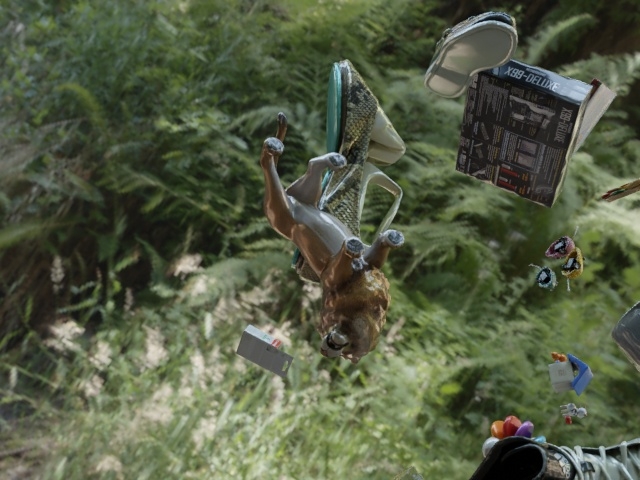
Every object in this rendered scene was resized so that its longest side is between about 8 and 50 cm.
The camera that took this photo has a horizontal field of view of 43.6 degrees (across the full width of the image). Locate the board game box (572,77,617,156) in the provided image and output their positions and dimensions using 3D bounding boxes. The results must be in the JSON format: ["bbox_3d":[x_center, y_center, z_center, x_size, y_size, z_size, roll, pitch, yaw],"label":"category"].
[{"bbox_3d":[0.633,-0.266,2.014,0.027,0.281,0.145,42,20,30],"label":"board game box"}]

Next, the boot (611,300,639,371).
[{"bbox_3d":[0.441,0.119,0.874,0.076,0.189,0.208,47,17,-26],"label":"boot"}]

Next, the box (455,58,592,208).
[{"bbox_3d":[0.429,-0.237,1.735,0.242,0.076,0.307,25,-35,22],"label":"box"}]

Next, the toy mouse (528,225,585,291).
[{"bbox_3d":[0.477,0.049,1.611,0.031,0.161,0.143,31,-23,-19],"label":"toy mouse"}]

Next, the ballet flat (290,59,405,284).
[{"bbox_3d":[0.070,-0.126,1.537,0.182,0.483,0.164,12,-27,-3],"label":"ballet flat"}]

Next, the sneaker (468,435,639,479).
[{"bbox_3d":[0.411,0.365,1.169,0.257,0.447,0.169,55,17,-51],"label":"sneaker"}]

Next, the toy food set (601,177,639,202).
[{"bbox_3d":[0.522,-0.086,1.365,0.083,0.082,0.020,-10,77,-65],"label":"toy food set"}]

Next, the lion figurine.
[{"bbox_3d":[0.000,0.000,1.333,0.392,0.142,0.240,60,-30,22],"label":"lion figurine"}]

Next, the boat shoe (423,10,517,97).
[{"bbox_3d":[0.265,-0.349,1.427,0.114,0.091,0.302,21,-13,-13],"label":"boat shoe"}]

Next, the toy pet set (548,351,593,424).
[{"bbox_3d":[0.433,0.235,1.365,0.065,0.122,0.114,-15,-38,21],"label":"toy pet set"}]

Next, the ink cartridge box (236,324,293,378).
[{"bbox_3d":[-0.109,0.226,1.626,0.115,0.063,0.029,27,28,8],"label":"ink cartridge box"}]

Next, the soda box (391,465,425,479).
[{"bbox_3d":[0.089,0.422,1.200,0.058,0.181,0.061,49,-27,9],"label":"soda box"}]

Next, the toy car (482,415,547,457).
[{"bbox_3d":[0.560,0.569,2.265,0.182,0.136,0.159,19,20,41],"label":"toy car"}]
